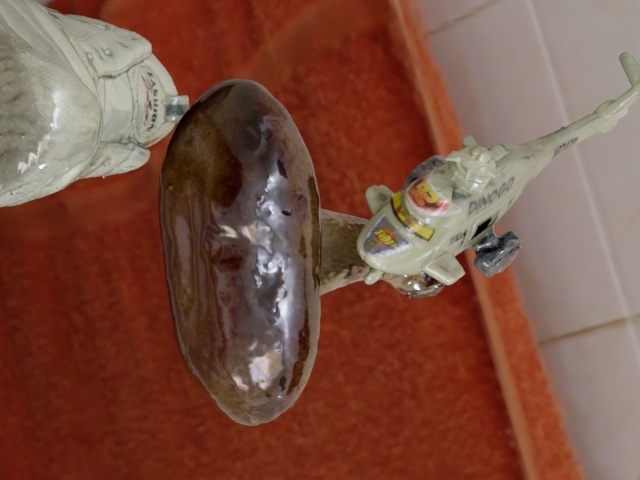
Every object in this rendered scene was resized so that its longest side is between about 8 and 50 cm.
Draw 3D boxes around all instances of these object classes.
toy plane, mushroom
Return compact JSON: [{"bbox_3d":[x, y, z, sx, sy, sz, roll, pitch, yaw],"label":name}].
[{"bbox_3d":[0.133,-0.050,0.979,0.286,0.092,0.108,-26,155,-35],"label":"toy plane"},{"bbox_3d":[0.000,0.000,0.978,0.218,0.226,0.148,-7,-170,-37],"label":"mushroom"}]

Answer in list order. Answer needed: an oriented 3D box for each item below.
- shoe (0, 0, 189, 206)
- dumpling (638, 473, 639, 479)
[{"bbox_3d":[-0.175,-0.097,0.918,0.211,0.132,0.342,-1,-171,-30],"label":"shoe"},{"bbox_3d":[0.300,0.116,0.821,0.258,0.147,0.193,-16,146,-11],"label":"dumpling"}]
